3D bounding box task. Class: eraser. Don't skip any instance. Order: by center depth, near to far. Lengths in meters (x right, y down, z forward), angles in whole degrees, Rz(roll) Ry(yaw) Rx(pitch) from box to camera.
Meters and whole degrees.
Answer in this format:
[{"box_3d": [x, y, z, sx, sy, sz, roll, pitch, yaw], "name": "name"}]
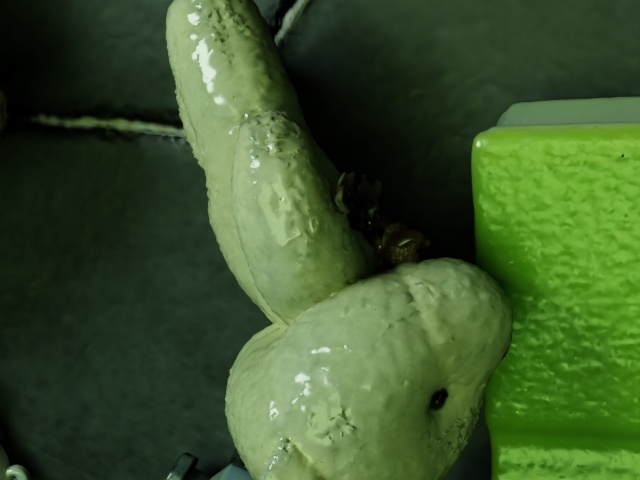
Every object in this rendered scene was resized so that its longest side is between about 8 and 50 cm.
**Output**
[{"box_3d": [0.218, 0.032, 0.606, 0.274, 0.092, 0.210, 1, 107, 19], "name": "eraser"}]

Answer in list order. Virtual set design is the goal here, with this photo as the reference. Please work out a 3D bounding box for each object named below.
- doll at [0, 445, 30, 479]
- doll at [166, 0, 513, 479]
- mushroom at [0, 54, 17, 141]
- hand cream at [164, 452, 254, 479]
[{"box_3d": [-0.243, 0.145, 0.803, 0.113, 0.071, 0.135, 24, 107, 1], "name": "doll"}, {"box_3d": [0.000, -0.001, 0.611, 0.149, 0.175, 0.278, -28, 77, 24], "name": "doll"}, {"box_3d": [-0.309, -0.086, 0.683, 0.283, 0.195, 0.263, 3, 101, 17], "name": "mushroom"}, {"box_3d": [0.027, 0.208, 0.740, 0.271, 0.058, 0.091, 27, 97, 5], "name": "hand cream"}]
